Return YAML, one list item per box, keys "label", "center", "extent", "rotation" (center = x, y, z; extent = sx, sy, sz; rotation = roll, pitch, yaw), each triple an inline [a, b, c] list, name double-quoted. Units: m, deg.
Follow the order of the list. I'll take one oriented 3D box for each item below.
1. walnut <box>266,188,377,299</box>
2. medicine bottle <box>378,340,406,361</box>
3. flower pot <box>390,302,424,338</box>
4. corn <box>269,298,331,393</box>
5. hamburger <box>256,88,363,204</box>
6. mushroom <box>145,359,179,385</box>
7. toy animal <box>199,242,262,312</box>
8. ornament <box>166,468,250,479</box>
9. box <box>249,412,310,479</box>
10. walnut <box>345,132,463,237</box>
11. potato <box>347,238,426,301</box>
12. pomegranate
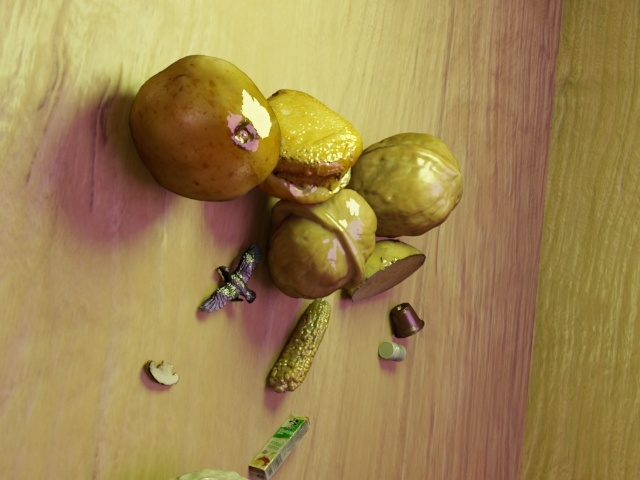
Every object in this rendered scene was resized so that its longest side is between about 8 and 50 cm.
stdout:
- label: "walnut"
  center: [0.000, 0.000, 1.664]
  extent: [0.296, 0.285, 0.285]
  rotation: [-46, 130, -22]
- label: "medicine bottle"
  center: [0.234, 0.361, 2.216]
  extent: [0.091, 0.058, 0.058]
  rotation: [25, 71, -54]
- label: "flower pot"
  center: [0.278, 0.258, 2.254]
  extent: [0.111, 0.111, 0.089]
  rotation: [-39, 107, -48]
- label: "corn"
  center: [-0.045, 0.275, 1.782]
  extent: [0.087, 0.086, 0.288]
  rotation: [60, 44, -37]
- label: "hamburger"
  center: [-0.067, -0.217, 1.567]
  extent: [0.289, 0.314, 0.170]
  rotation: [-33, 155, -48]
- label: "mushroom"
  center: [-0.329, 0.276, 1.422]
  extent: [0.101, 0.019, 0.049]
  rotation: [48, 54, -48]
- label: "toy animal"
  center: [-0.196, 0.099, 1.573]
  extent: [0.220, 0.062, 0.108]
  rotation: [-50, 131, -34]
- label: "ornament"
  center: [-0.236, 0.614, 1.311]
  extent: [0.337, 0.337, 0.337]
  rotation: [-3, 94, -56]
- label: "box"
  center: [-0.101, 0.524, 1.740]
  extent: [0.207, 0.049, 0.041]
  rotation: [-42, 128, -47]
- label: "walnut"
  center: [0.249, -0.160, 1.970]
  extent: [0.306, 0.343, 0.306]
  rotation: [10, 77, -48]
- label: "potato"
  center: [0.174, 0.078, 2.029]
  extent: [0.299, 0.239, 0.116]
  rotation: [-7, 55, -50]
- label: "pomegranate"
  center: [-0.217, -0.208, 1.321]
  extent: [0.307, 0.307, 0.308]
  rotation: [-3, 94, -56]
